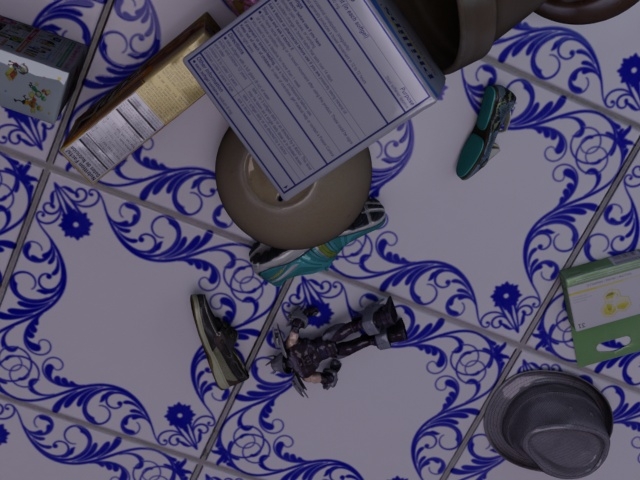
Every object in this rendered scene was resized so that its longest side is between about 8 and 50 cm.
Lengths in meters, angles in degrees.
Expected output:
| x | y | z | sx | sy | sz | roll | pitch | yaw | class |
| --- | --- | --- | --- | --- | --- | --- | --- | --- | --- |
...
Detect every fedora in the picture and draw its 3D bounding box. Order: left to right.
| x | y | z | sx | sy | sz | roll | pitch | yaw | class |
| --- | --- | --- | --- | --- | --- | --- | --- | --- | --- |
| 0.486 | 0.401 | 2.130 | 0.275 | 0.124 | 0.243 | 24 | 109 | -14 | fedora |

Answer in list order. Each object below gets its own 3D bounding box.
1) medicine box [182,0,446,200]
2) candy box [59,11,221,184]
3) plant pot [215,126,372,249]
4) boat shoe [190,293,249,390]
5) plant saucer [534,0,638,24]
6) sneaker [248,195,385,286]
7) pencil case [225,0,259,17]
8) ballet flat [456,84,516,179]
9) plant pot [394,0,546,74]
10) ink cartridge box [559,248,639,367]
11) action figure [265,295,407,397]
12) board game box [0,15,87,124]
| x | y | z | sx | sy | sz | roll | pitch | yaw | class |
| --- | --- | --- | --- | --- | --- | --- | --- | --- | --- |
| -0.004 | -0.253 | 1.546 | 0.289 | 0.149 | 0.263 | -32 | 99 | 20 | medicine box |
| -0.289 | -0.245 | 1.757 | 0.316 | 0.183 | 0.087 | -38 | 110 | 11 | candy box |
| -0.058 | -0.118 | 1.778 | 0.284 | 0.191 | 0.284 | 0 | 94 | 6 | plant pot |
| -0.195 | 0.192 | 2.014 | 0.073 | 0.080 | 0.223 | -17 | 119 | -3 | boat shoe |
| 0.415 | -0.506 | 1.683 | 0.311 | 0.050 | 0.310 | 12 | 114 | 30 | plant saucer |
| 0.000 | 0.000 | 1.949 | 0.275 | 0.107 | 0.110 | -25 | 132 | 11 | sneaker |
| -0.093 | -0.414 | 1.683 | 0.160 | 0.167 | 0.386 | -42 | 103 | -27 | pencil case |
| 0.311 | -0.193 | 1.898 | 0.070 | 0.070 | 0.188 | 15 | 114 | -11 | ballet flat |
| 0.253 | -0.455 | 1.571 | 0.280 | 0.323 | 0.323 | -25 | 114 | -10 | plant pot |
| 0.585 | 0.148 | 2.070 | 0.171 | 0.056 | 0.235 | -16 | 111 | 1 | ink cartridge box |
| 0.024 | 0.204 | 2.028 | 0.285 | 0.099 | 0.185 | -20 | 120 | 8 | action figure |
| -0.553 | -0.308 | 1.687 | 0.303 | 0.224 | 0.097 | 18 | 109 | -11 | board game box |
